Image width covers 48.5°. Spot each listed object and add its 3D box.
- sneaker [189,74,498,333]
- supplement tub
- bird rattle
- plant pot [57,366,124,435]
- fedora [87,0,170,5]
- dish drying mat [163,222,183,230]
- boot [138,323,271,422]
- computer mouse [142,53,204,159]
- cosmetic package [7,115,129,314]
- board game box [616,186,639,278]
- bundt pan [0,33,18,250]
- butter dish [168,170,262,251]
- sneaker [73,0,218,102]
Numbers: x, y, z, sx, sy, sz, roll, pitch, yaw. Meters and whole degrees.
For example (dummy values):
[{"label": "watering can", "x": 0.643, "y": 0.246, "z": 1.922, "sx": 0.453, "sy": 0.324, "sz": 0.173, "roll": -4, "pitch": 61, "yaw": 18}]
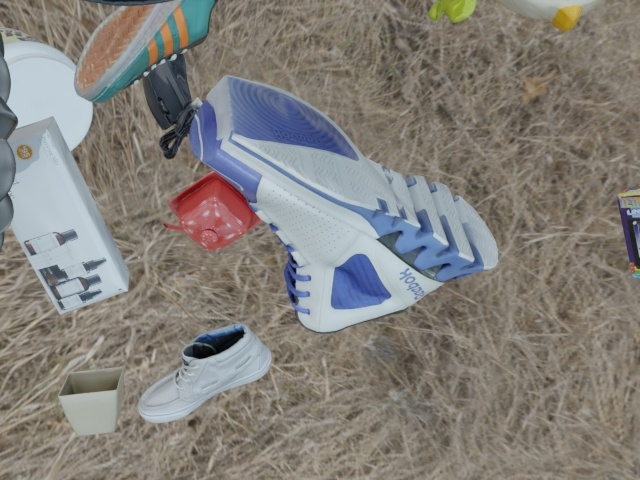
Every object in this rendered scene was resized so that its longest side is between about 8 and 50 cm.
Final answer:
[{"label": "sneaker", "x": 0.001, "y": 0.000, "z": 0.675, "sx": 0.315, "sy": 0.127, "sz": 0.182, "roll": 27, "pitch": 124, "yaw": -27}, {"label": "supplement tub", "x": -0.623, "y": -0.303, "z": 1.471, "sx": 0.235, "sy": 0.325, "sz": 0.235, "roll": -17, "pitch": 120, "yaw": -31}, {"label": "bird rattle", "x": 0.238, "y": -0.331, "z": 0.801, "sx": 0.207, "sy": 0.143, "sz": 0.253, "roll": 36, "pitch": 63, "yaw": 12}, {"label": "plant pot", "x": -0.436, "y": 0.316, "z": 1.377, "sx": 0.109, "sy": 0.109, "sz": 0.096, "roll": -5, "pitch": 105, "yaw": -7}, {"label": "fedora", "x": -0.107, "y": -0.311, "z": 0.529, "sx": 0.334, "sy": 0.152, "sz": 0.334, "roll": -25, "pitch": 135, "yaw": -28}, {"label": "dish drying mat", "x": -0.322, "y": -0.026, "z": 1.647, "sx": 0.083, "sy": 0.032, "sz": 0.008, "roll": 14, "pitch": 96, "yaw": -35}, {"label": "boot", "x": -0.221, "y": 0.222, "z": 1.238, "sx": 0.258, "sy": 0.095, "sz": 0.123, "roll": -26, "pitch": 137, "yaw": 0}, {"label": "computer mouse", "x": -0.349, "y": -0.340, "z": 1.612, "sx": 0.072, "sy": 0.188, "sz": 0.272, "roll": 7, "pitch": 55, "yaw": -42}, {"label": "cosmetic package", "x": -0.336, "y": -0.027, "z": 0.904, "sx": 0.098, "sy": 0.060, "sz": 0.239, "roll": -21, "pitch": 119, "yaw": -4}, {"label": "board game box", "x": 0.539, "y": -0.012, "z": 1.050, "sx": 0.048, "sy": 0.170, "sz": 0.141, "roll": -24, "pitch": 106, "yaw": -34}, {"label": "bundt pan", "x": -0.374, "y": -0.093, "z": 0.663, "sx": 0.124, "sy": 0.331, "sz": 0.331, "roll": -3, "pitch": 89, "yaw": -38}, {"label": "butter dish", "x": -0.221, "y": -0.038, "z": 1.468, "sx": 0.160, "sy": 0.118, "sz": 0.160, "roll": -30, "pitch": 119, "yaw": 23}, {"label": "sneaker", "x": -0.238, "y": -0.311, "z": 1.067, "sx": 0.302, "sy": 0.108, "sz": 0.121, "roll": -47, "pitch": 143, "yaw": 7}]
